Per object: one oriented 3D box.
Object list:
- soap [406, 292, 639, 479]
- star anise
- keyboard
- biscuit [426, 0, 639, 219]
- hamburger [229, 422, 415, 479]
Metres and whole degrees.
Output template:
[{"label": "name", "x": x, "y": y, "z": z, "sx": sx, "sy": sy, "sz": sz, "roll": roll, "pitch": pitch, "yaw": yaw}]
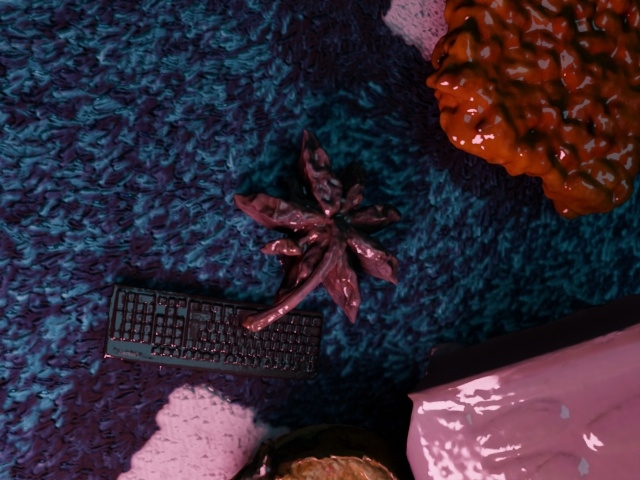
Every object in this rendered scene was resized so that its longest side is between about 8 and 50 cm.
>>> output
[{"label": "soap", "x": 0.305, "y": 0.298, "z": 1.408, "sx": 0.350, "sy": 0.213, "sz": 0.435, "roll": -16, "pitch": 92, "yaw": 13}, {"label": "star anise", "x": 0.000, "y": 0.001, "z": 1.438, "sx": 0.209, "sy": 0.089, "sz": 0.231, "roll": 15, "pitch": 70, "yaw": -16}, {"label": "keyboard", "x": -0.112, "y": 0.105, "z": 1.420, "sx": 0.251, "sy": 0.017, "sz": 0.087, "roll": 10, "pitch": 82, "yaw": -25}, {"label": "biscuit", "x": 0.279, "y": -0.209, "z": 1.566, "sx": 0.312, "sy": 0.110, "sz": 0.318, "roll": 25, "pitch": 76, "yaw": -24}, {"label": "hamburger", "x": 0.030, "y": 0.322, "z": 1.415, "sx": 0.211, "sy": 0.132, "sz": 0.308, "roll": -37, "pitch": 104, "yaw": -22}]
